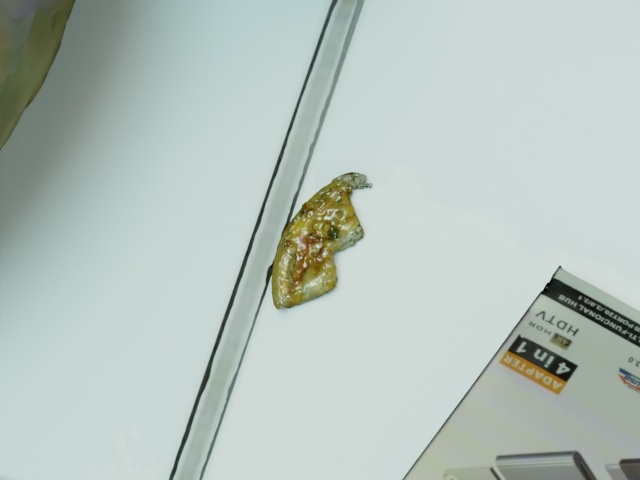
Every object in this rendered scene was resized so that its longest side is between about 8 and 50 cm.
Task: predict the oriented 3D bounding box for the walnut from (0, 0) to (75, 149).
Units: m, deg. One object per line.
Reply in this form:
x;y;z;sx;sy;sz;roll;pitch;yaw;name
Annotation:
-0.289;-0.131;0.825;0.383;0.383;0.384;-2;73;6;walnut

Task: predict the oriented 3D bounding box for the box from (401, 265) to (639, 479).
0.103;0.121;0.802;0.129;0.033;0.247;29;50;14;box

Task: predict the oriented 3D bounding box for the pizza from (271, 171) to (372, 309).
0.000;0.000;0.919;0.037;0.016;0.083;30;77;8;pizza
